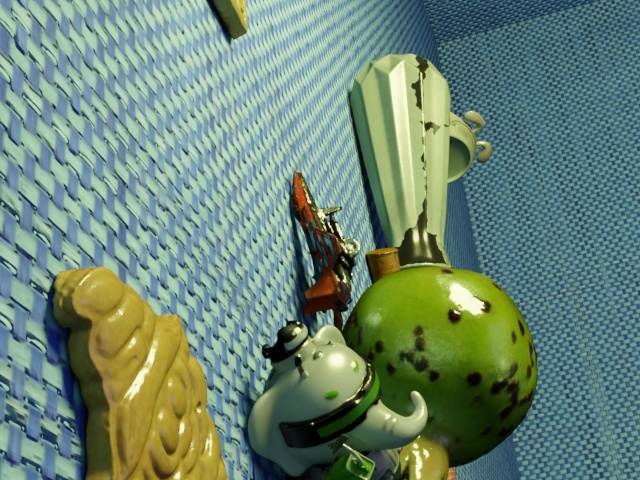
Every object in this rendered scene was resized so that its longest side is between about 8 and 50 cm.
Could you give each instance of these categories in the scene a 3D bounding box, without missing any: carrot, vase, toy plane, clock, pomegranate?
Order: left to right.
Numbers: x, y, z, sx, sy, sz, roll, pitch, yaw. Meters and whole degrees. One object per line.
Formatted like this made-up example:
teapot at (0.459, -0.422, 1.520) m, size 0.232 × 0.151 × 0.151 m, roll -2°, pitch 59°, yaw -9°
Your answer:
toy plane at (0.004, 0.000, 1.088) m, size 0.130 × 0.061 × 0.189 m, roll 100°, pitch -15°, yaw -55°
carrot at (0.103, 0.079, 1.488) m, size 0.048 × 0.048 × 0.139 m, roll -35°, pitch 112°, yaw -77°
vase at (0.137, -0.107, 1.612) m, size 0.165 × 0.165 × 0.360 m, roll 51°, pitch 32°, yaw -64°
pomegranate at (0.116, 0.171, 1.111) m, size 0.231 × 0.231 × 0.285 m, roll 49°, pitch 52°, yaw -65°
clock at (0.211, -0.164, 1.887) m, size 0.062 × 0.191 × 0.151 m, roll -91°, pitch 162°, yaw -47°

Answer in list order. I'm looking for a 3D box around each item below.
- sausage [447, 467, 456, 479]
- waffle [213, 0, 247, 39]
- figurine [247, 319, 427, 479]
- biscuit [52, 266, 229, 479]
sausage at (0.155, 0.275, 1.496) m, size 0.053 × 0.053 × 0.347 m, roll 42°, pitch 36°, yaw -69°
waffle at (-0.097, -0.275, 1.029) m, size 0.092 × 0.021 × 0.135 m, roll 63°, pitch 17°, yaw -52°
figurine at (0.012, 0.149, 0.852) m, size 0.192 × 0.126 × 0.147 m, roll 60°, pitch 37°, yaw -19°
biscuit at (-0.093, 0.116, 0.619) m, size 0.162 × 0.035 × 0.250 m, roll -81°, pitch 157°, yaw -50°
